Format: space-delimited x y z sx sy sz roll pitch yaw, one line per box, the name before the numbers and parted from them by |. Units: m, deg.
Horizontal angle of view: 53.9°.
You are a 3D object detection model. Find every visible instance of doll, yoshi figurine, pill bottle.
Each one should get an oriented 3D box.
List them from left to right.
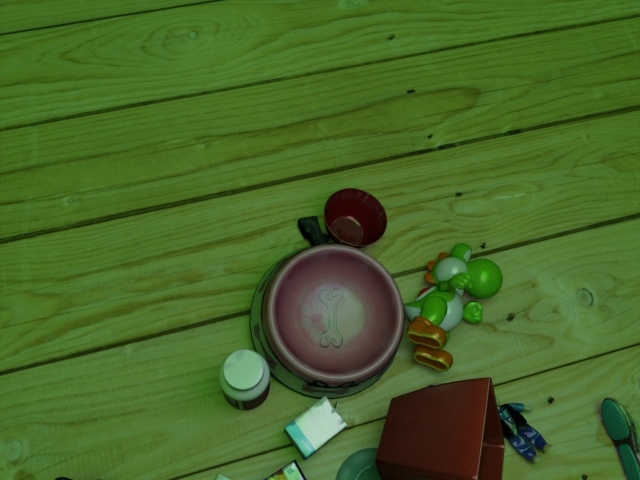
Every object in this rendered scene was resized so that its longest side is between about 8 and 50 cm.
pill bottle | -0.180 0.331 1.506 0.121 0.216 0.121 2 66 -4
yoshi figurine | 0.369 0.157 1.648 0.203 0.203 0.362 38 55 -10
doll | 0.493 0.467 1.594 0.129 0.046 0.189 -41 69 -10

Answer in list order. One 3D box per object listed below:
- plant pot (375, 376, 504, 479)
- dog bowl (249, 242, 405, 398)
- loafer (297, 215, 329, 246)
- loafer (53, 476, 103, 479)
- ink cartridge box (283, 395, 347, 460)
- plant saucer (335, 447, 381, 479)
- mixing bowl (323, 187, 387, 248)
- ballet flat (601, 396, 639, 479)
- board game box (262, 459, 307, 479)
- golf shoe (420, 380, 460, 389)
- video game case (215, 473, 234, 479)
plant pot | 0.272 0.488 1.426 0.236 0.267 0.267 -3 39 25
dog bowl | 0.028 0.189 1.591 0.408 0.150 0.407 3 74 -9
loafer | 0.000 0.000 1.756 0.061 0.062 0.170 -23 71 -19
loafer | -0.509 0.564 1.387 0.076 0.223 0.078 -16 45 18
ink cartridge box | -0.006 0.453 1.534 0.143 0.092 0.090 -33 73 -17
plant saucer | 0.132 0.598 1.511 0.195 0.037 0.194 2 66 -4
mixing bowl | 0.085 -0.045 1.754 0.182 0.098 0.181 7 62 -13
ballet flat | 0.783 0.503 1.595 0.079 0.077 0.221 -7 70 -28
board game box | -0.070 0.705 1.391 0.233 0.078 0.347 -30 76 -7
golf shoe | 0.327 0.389 1.591 0.198 0.094 0.077 -12 69 -8
video game case | -0.201 0.647 1.471 0.157 0.019 0.143 24 66 6
